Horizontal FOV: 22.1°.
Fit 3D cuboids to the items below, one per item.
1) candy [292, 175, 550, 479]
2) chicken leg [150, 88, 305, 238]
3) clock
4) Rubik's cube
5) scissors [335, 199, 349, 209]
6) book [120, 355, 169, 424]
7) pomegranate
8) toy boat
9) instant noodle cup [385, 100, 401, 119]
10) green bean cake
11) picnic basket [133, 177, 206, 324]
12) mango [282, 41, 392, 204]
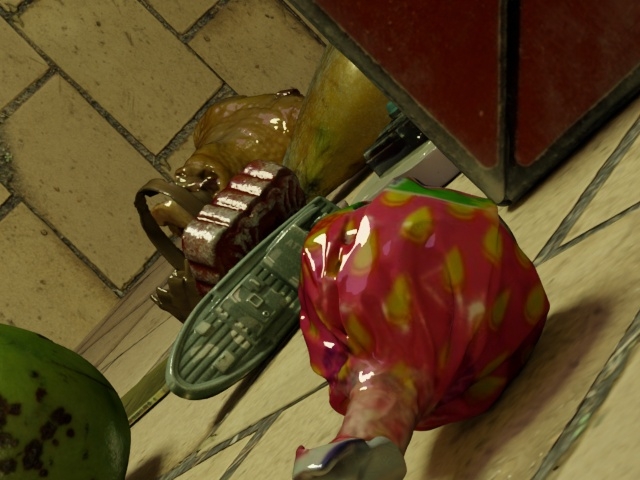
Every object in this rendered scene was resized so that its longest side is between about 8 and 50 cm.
[{"bbox_3d":[0.010,0.109,0.708,0.124,0.124,0.365,-39,17,42],"label":"candy"},{"bbox_3d":[-0.082,-0.103,2.156,0.295,0.182,0.409,-18,8,25],"label":"chicken leg"},{"bbox_3d":[0.102,-0.099,1.489,0.172,0.064,0.198,-51,10,-36],"label":"clock"},{"bbox_3d":[0.134,-0.216,1.166,0.259,0.255,0.260,-43,7,15],"label":"Rubik's cube"},{"bbox_3d":[0.000,0.000,1.734,0.100,0.015,0.189,-46,9,1],"label":"scissors"},{"bbox_3d":[-0.213,0.186,1.880,0.192,0.013,0.168,-42,8,27],"label":"book"},{"bbox_3d":[-0.293,0.195,1.412,0.254,0.254,0.270,-37,20,52],"label":"pomegranate"},{"bbox_3d":[-0.051,0.050,1.438,0.260,0.078,0.085,-47,-8,-37],"label":"toy boat"},{"bbox_3d":[0.158,-0.178,1.606,0.179,0.070,0.157,-42,6,26],"label":"instant noodle cup"},{"bbox_3d":[-0.059,0.009,1.538,0.056,0.135,0.135,14,48,38],"label":"green bean cake"},{"bbox_3d":[-0.122,0.011,1.677,0.138,0.178,0.128,-49,7,-31],"label":"picnic basket"},{"bbox_3d":[0.056,-0.171,1.926,0.316,0.146,0.193,-58,3,10],"label":"mango"}]
